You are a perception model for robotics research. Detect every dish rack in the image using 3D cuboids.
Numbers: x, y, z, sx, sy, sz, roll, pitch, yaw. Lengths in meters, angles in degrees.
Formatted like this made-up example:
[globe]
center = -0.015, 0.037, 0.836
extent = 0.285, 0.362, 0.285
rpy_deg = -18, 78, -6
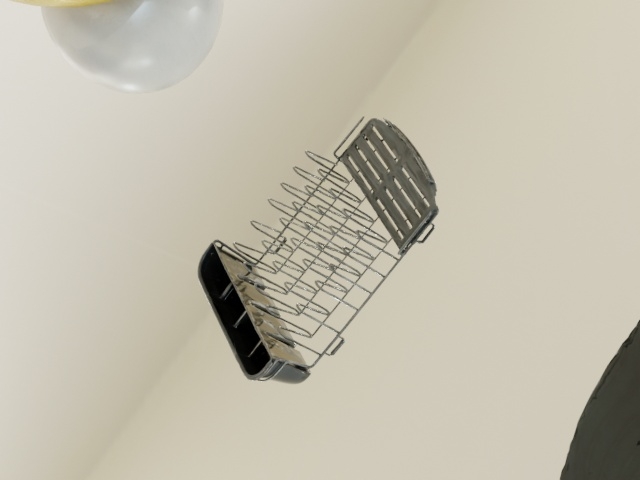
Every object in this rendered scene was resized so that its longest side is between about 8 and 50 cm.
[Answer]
[dish rack]
center = 0.000, 0.000, 1.516
extent = 0.271, 0.074, 0.208
rpy_deg = -51, -140, 17

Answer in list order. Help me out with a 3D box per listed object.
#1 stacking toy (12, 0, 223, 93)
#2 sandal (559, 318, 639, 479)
[stacking toy]
center = -0.152, -0.252, 0.807
extent = 0.350, 0.480, 0.350
rpy_deg = -4, -120, 7
[sandal]
center = 0.219, 0.000, 0.491
extent = 0.446, 0.107, 0.167
rpy_deg = -51, -126, 10
